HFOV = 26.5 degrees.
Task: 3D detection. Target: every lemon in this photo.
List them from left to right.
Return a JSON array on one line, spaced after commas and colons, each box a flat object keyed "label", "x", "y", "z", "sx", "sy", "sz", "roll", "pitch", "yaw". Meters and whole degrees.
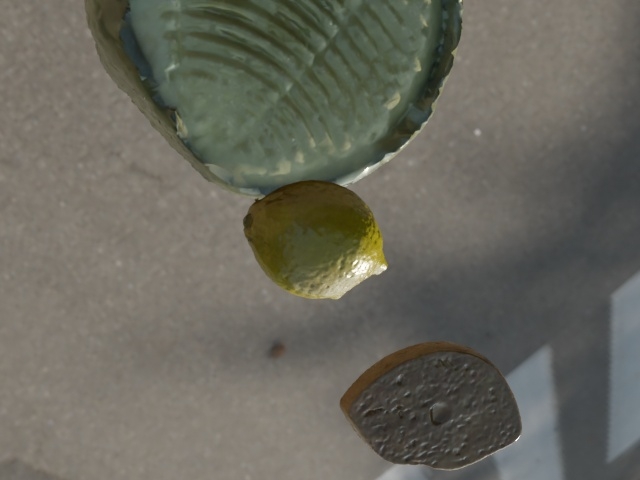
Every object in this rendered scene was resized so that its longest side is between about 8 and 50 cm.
[{"label": "lemon", "x": 0.000, "y": 0.000, "z": 0.747, "sx": 0.092, "sy": 0.065, "sz": 0.065, "roll": 21, "pitch": 125, "yaw": -27}]

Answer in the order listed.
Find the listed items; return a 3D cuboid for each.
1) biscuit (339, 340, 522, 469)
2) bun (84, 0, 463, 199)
[{"label": "biscuit", "x": 0.122, "y": 0.175, "z": 1.446, "sx": 0.221, "sy": 0.029, "sz": 0.141, "roll": 8, "pitch": 105, "yaw": -25}, {"label": "bun", "x": -0.031, "y": -0.158, "z": 0.936, "sx": 0.259, "sy": 0.152, "sz": 0.259, "roll": -5, "pitch": 103, "yaw": -22}]
